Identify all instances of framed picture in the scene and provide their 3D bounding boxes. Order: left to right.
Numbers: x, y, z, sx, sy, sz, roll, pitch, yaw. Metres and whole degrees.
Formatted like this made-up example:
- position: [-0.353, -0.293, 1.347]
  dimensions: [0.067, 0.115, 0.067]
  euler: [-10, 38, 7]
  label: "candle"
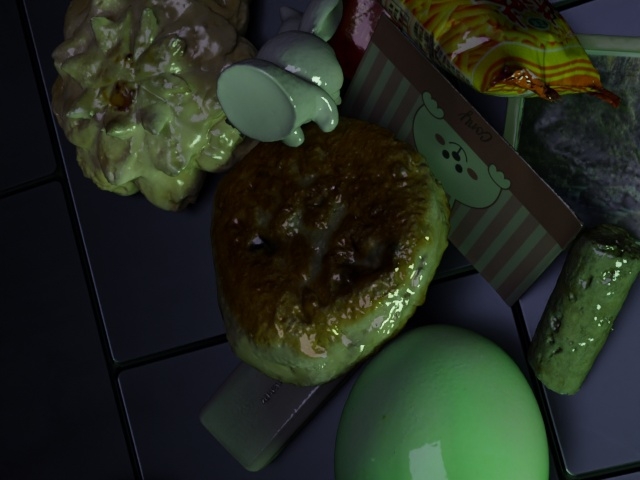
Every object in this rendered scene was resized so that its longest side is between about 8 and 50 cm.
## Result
- position: [0.342, -0.093, 1.311]
  dimensions: [0.324, 0.020, 0.240]
  euler: [10, 93, 27]
  label: "framed picture"

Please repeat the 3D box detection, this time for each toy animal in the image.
- position: [-0.015, -0.193, 1.382]
  dimensions: [0.131, 0.221, 0.104]
  euler: [39, 136, -5]
  label: "toy animal"

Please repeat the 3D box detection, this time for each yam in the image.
- position: [0.272, 0.069, 1.308]
  dimensions: [0.078, 0.078, 0.179]
  euler: [27, 120, 17]
  label: "yam"

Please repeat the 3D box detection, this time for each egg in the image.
- position: [0.124, 0.221, 1.301]
  dimensions: [0.220, 0.220, 0.269]
  euler: [2, 89, 18]
  label: "egg"

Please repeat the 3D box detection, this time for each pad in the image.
- position: [0.136, -0.079, 1.334]
  dimensions: [0.005, 0.202, 0.300]
  euler: [-35, 77, -28]
  label: "pad"

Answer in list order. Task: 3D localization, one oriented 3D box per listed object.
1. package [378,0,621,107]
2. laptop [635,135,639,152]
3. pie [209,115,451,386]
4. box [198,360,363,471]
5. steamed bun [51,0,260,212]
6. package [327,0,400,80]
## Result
- position: [0.158, -0.227, 1.285]
  dimensions: [0.288, 0.223, 0.108]
  euler: [55, 127, 24]
  label: "package"
- position: [0.443, -0.131, 1.300]
  dimensions: [0.207, 0.026, 0.154]
  euler: [18, 98, 19]
  label: "laptop"
- position: [0.000, 0.000, 1.353]
  dimensions: [0.315, 0.092, 0.315]
  euler: [-16, 60, 30]
  label: "pie"
- position: [-0.028, 0.147, 1.440]
  dimensions: [0.103, 0.055, 0.243]
  euler: [44, 102, 13]
  label: "box"
- position: [-0.201, -0.193, 1.458]
  dimensions: [0.295, 0.137, 0.292]
  euler: [-41, 75, 16]
  label: "steamed bun"
- position: [0.067, -0.276, 1.426]
  dimensions: [0.083, 0.022, 0.200]
  euler: [30, 101, 16]
  label: "package"
